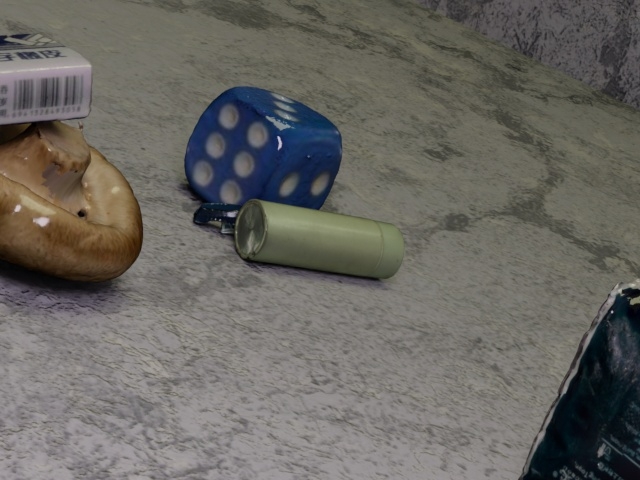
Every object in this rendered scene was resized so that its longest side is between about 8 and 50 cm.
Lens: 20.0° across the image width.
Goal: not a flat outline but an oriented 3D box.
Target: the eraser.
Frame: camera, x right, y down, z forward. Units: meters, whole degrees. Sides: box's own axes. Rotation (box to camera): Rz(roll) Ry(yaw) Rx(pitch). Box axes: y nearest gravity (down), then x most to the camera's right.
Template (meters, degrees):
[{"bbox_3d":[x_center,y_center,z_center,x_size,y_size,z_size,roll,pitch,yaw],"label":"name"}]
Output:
[{"bbox_3d":[-0.343,-0.155,1.780,0.210,0.068,0.124,-8,26,-35],"label":"eraser"}]

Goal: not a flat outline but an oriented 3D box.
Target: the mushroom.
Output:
[{"bbox_3d":[-0.304,-0.054,1.844,0.278,0.146,0.278,33,19,-13],"label":"mushroom"}]

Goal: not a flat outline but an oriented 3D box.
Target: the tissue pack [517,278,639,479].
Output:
[{"bbox_3d":[0.431,0.239,1.689,0.253,0.264,0.416,4,26,-45],"label":"tissue pack"}]

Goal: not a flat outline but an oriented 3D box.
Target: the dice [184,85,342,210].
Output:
[{"bbox_3d":[-0.069,-0.101,2.243,0.146,0.143,0.146,33,18,31],"label":"dice"}]

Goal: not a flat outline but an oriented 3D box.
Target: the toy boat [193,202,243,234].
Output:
[{"bbox_3d":[-0.111,-0.024,2.155,0.083,0.038,0.038,5,19,4],"label":"toy boat"}]

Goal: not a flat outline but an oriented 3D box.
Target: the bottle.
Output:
[{"bbox_3d":[0.000,0.000,2.152,0.201,0.072,0.072,9,23,-34],"label":"bottle"}]
